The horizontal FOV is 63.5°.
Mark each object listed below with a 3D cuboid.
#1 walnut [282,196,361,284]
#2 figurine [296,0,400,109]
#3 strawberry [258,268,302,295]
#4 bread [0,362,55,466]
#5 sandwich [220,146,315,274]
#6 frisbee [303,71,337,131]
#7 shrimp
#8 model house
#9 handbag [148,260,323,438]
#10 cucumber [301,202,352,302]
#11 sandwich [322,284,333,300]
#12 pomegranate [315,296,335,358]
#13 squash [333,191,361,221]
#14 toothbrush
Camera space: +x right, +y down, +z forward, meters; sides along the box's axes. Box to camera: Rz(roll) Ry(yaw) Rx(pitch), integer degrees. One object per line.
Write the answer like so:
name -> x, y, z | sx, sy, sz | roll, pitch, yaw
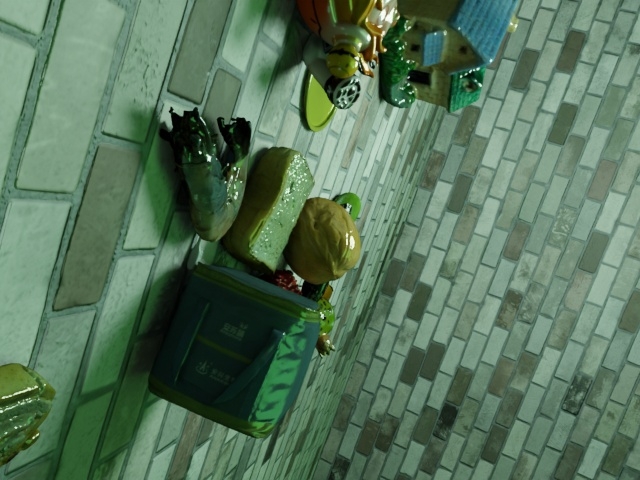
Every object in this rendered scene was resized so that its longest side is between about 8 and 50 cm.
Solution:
walnut -> 0.000, 0.000, 1.265 | 0.193, 0.225, 0.193 | -18, 139, -16
figurine -> 0.050, -0.434, 0.936 | 0.323, 0.196, 0.320 | 95, 11, -58
strawberry -> -0.117, 0.153, 1.173 | 0.286, 0.106, 0.188 | 175, -73, -75
bread -> -0.373, 0.204, 0.586 | 0.156, 0.064, 0.117 | -17, 127, -68
sandwich -> -0.099, -0.061, 1.105 | 0.251, 0.087, 0.226 | -66, 163, -11
frisbee -> 0.015, -0.371, 1.212 | 0.236, 0.017, 0.236 | -57, 160, -34
shrimp -> -0.158, -0.123, 0.832 | 0.289, 0.075, 0.178 | 82, 28, -48
model house -> 0.397, -0.589, 1.598 | 0.382, 0.343, 0.334 | 81, 32, -60
handbag -> -0.147, 0.189, 0.940 | 0.222, 0.263, 0.241 | 34, 76, -80
cucumber -> 0.017, 0.037, 1.392 | 0.072, 0.081, 0.303 | 33, 68, -50
sandwich -> -0.018, 0.216, 1.759 | 0.162, 0.058, 0.193 | -64, 166, -13
pomegranate -> -0.024, 0.254, 1.564 | 0.159, 0.205, 0.159 | -26, 156, -13
squash -> 0.031, -0.035, 1.540 | 0.378, 0.101, 0.101 | -49, 155, -46
toothbrush -> -0.184, -0.077, 0.929 | 0.025, 0.019, 0.275 | 16, 95, -78
